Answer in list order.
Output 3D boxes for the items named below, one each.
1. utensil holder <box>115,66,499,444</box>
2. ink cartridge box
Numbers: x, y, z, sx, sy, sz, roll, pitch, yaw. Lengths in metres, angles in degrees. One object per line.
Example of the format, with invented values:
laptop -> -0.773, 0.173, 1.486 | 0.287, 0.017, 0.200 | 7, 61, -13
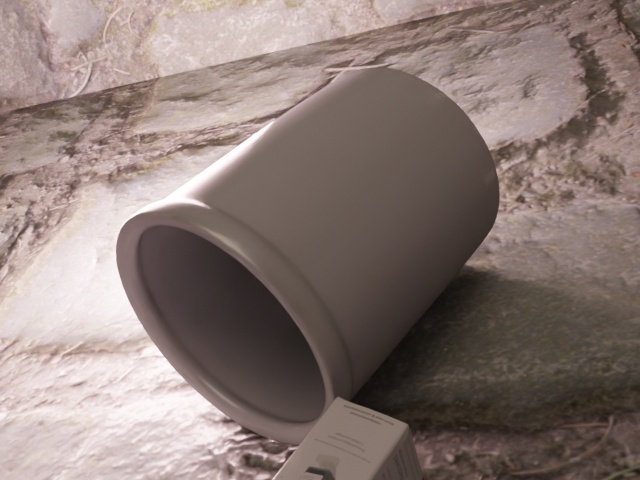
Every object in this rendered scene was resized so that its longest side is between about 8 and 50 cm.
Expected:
utensil holder -> 0.000, 0.000, 1.011 | 0.328, 0.327, 0.385 | 14, 44, 39
ink cartridge box -> 0.007, 0.282, 0.747 | 0.092, 0.158, 0.218 | 13, 45, 37
